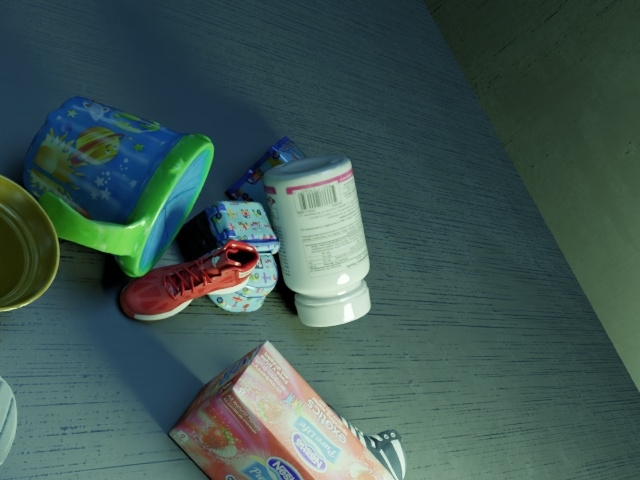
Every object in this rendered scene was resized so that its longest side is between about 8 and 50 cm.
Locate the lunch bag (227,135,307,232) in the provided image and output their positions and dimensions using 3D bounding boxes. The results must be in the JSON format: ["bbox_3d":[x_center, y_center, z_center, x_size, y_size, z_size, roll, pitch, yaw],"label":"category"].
[{"bbox_3d":[-0.029,-0.100,2.025,0.221,0.138,0.293,46,21,-4],"label":"lunch bag"}]

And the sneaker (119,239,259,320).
[{"bbox_3d":[-0.196,0.047,1.548,0.221,0.128,0.087,-21,75,-30],"label":"sneaker"}]

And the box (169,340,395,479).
[{"bbox_3d":[-0.052,0.321,1.494,0.300,0.154,0.142,49,30,-7],"label":"box"}]

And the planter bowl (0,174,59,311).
[{"bbox_3d":[-0.461,0.015,1.314,0.217,0.090,0.217,23,48,-27],"label":"planter bowl"}]

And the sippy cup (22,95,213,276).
[{"bbox_3d":[-0.313,-0.097,1.516,0.224,0.240,0.305,28,-7,2],"label":"sippy cup"}]

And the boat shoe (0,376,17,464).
[{"bbox_3d":[-0.432,0.261,1.095,0.109,0.094,0.302,51,29,-21],"label":"boat shoe"}]

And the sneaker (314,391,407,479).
[{"bbox_3d":[0.040,0.327,1.664,0.282,0.099,0.153,55,34,-8],"label":"sneaker"}]

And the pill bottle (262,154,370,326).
[{"bbox_3d":[0.000,0.000,1.807,0.160,0.160,0.283,-39,122,-60],"label":"pill bottle"}]

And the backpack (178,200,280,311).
[{"bbox_3d":[-0.141,0.031,1.724,0.158,0.117,0.173,5,56,-51],"label":"backpack"}]
